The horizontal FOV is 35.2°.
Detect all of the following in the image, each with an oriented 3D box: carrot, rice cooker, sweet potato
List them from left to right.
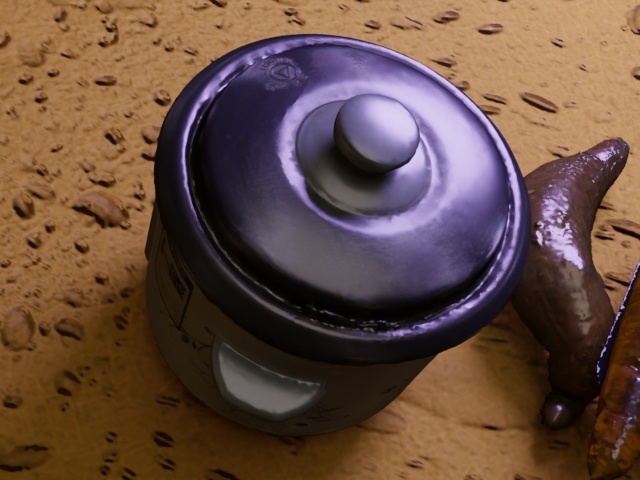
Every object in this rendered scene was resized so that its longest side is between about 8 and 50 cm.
[{"bbox_3d":[0.000,0.000,0.750,0.264,0.316,0.316,29,60,1],"label":"rice cooker"},{"bbox_3d":[0.217,0.017,0.916,0.124,0.098,0.310,27,56,-24],"label":"sweet potato"},{"bbox_3d":[0.276,0.069,0.819,0.066,0.066,0.314,32,59,3],"label":"carrot"}]

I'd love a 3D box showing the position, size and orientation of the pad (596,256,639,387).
[{"bbox_3d":[0.404,0.125,0.883,0.323,0.055,0.250,40,55,-9],"label":"pad"}]
